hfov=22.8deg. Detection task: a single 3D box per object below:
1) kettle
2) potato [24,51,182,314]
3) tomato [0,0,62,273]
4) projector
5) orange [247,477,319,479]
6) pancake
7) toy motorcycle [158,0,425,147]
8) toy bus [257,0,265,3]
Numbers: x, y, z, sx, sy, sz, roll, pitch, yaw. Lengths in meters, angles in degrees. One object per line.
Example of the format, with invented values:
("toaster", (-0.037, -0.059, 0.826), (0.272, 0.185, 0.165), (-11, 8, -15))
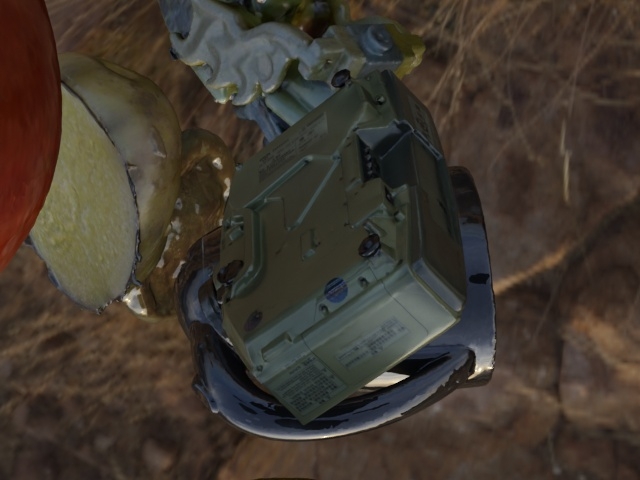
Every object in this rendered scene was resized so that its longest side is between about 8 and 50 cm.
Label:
("kettle", (0.011, 0.067, 1.462), (0.290, 0.268, 0.207), (-5, 137, -4))
("potato", (-0.137, -0.043, 1.040), (0.164, 0.081, 0.200), (52, 150, 15))
("tomato", (-0.251, -0.033, 0.445), (0.341, 0.341, 0.273), (-30, 90, 23))
("projector", (0.000, 0.000, 1.134), (0.193, 0.269, 0.088), (-36, 119, 20))
("orange", (-0.015, 0.294, 1.063), (0.274, 0.274, 0.274), (5, 116, 10))
("pancake", (-0.163, -0.015, 1.869), (0.042, 0.236, 0.222), (20, 157, 25))
("toy motorcycle", (-0.048, -0.239, 1.636), (0.237, 0.169, 0.410), (-47, 65, 44))
("toy bus", (-0.023, -0.347, 1.363), (0.165, 0.133, 0.276), (40, 76, 3))
